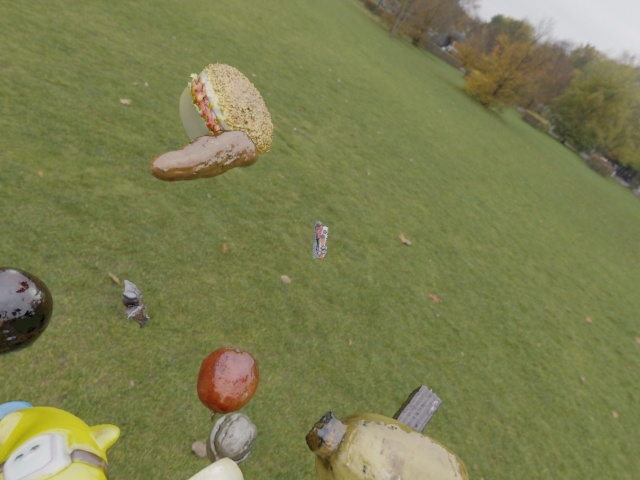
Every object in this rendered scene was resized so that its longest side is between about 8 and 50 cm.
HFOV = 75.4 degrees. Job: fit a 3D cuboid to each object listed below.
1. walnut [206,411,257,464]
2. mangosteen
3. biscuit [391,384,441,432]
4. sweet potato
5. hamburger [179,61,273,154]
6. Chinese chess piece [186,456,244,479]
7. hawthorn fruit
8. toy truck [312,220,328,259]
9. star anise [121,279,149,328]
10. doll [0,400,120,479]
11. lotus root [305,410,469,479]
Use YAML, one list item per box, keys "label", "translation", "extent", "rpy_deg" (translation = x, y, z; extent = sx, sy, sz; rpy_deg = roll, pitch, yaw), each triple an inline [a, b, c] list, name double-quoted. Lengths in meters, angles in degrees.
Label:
- label: "walnut"
  translation: [-0.383, 0.853, 1.770]
  extent: [0.225, 0.224, 0.224]
  rpy_deg: [25, 31, -16]
- label: "mangosteen"
  translation: [-0.718, 0.149, 0.917]
  extent: [0.216, 0.216, 0.216]
  rpy_deg: [25, 31, -16]
- label: "biscuit"
  translation: [0.212, 0.499, 1.083]
  extent: [0.070, 0.106, 0.252]
  rpy_deg: [39, 69, 17]
- label: "sweet potato"
  translation: [-0.227, -0.196, 0.922]
  extent: [0.095, 0.106, 0.355]
  rpy_deg: [51, 29, 3]
- label: "hamburger"
  translation: [-0.246, -0.348, 1.152]
  extent: [0.275, 0.179, 0.294]
  rpy_deg: [60, 28, -18]
- label: "Chinese chess piece"
  translation: [-0.365, 0.793, 1.270]
  extent: [0.270, 0.270, 0.112]
  rpy_deg: [-7, 51, -50]
- label: "hawthorn fruit"
  translation: [-0.321, 0.491, 1.405]
  extent: [0.205, 0.205, 0.252]
  rpy_deg: [20, 76, -24]
- label: "toy truck"
  translation: [0.000, 0.000, 0.898]
  extent: [0.032, 0.083, 0.024]
  rpy_deg: [5, -3, 16]
- label: "star anise"
  translation: [-0.702, 0.232, 1.565]
  extent: [0.063, 0.208, 0.171]
  rpy_deg: [-15, 69, -12]
- label: "doll"
  translation: [-0.361, 0.306, 0.539]
  extent: [0.363, 0.145, 0.199]
  rpy_deg: [17, 47, 45]
- label: "lotus root"
  translation: [0.102, 0.352, 0.637]
  extent: [0.284, 0.160, 0.146]
  rpy_deg: [34, 24, -13]
